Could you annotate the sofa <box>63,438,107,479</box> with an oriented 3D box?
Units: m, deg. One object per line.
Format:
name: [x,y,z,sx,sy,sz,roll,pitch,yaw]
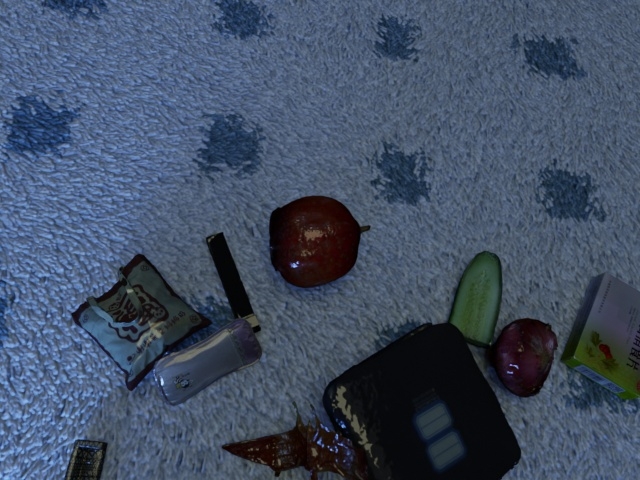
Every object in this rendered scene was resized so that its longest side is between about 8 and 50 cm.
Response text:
sofa: [-0.472,0.463,0.985,0.060,0.039,0.117,8,67,-4]

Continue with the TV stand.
TV stand: [-0.208,0.101,1.167,0.049,0.040,0.256,-20,71,-14]

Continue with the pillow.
pillow: [-0.241,0.261,1.067,0.233,0.130,0.038,-26,30,-19]

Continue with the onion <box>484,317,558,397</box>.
onion: [0.452,0.260,1.131,0.147,0.184,0.183,5,58,42]

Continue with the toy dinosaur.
toy dinosaur: [-0.045,0.418,0.948,0.328,0.113,0.206,22,105,37]

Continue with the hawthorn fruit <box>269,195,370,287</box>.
hawthorn fruit: [0.000,0.000,1.157,0.250,0.215,0.215,-12,69,-17]

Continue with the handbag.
handbag: [-0.394,0.171,1.069,0.235,0.127,0.213,42,71,13]

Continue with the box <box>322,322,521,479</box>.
box: [0.216,0.380,1.028,0.359,0.091,0.350,-22,79,-29]

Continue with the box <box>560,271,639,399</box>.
box: [0.726,0.230,1.214,0.175,0.062,0.260,31,66,6]

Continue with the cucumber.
cucumber: [0.394,0.141,1.205,0.115,0.063,0.243,7,63,36]
